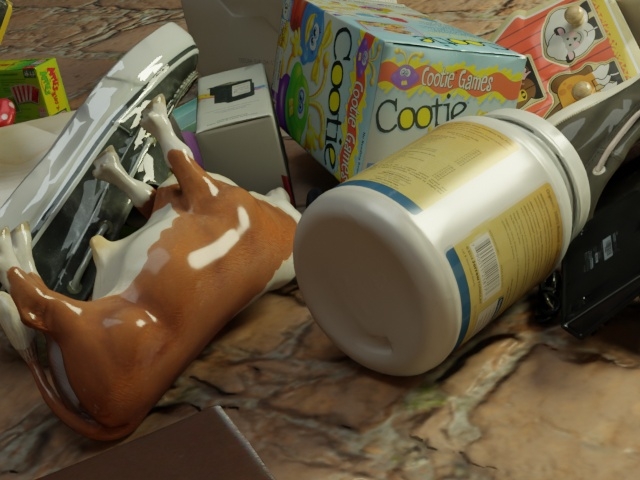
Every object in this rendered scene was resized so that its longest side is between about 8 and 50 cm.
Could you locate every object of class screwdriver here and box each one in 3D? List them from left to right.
[{"bbox_3d":[0.000,0.000,1.016,0.024,0.025,0.170,-10,34,3],"label":"screwdriver"}]

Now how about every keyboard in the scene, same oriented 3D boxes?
[{"bbox_3d":[0.204,0.022,0.830,0.108,0.023,0.180,-37,8,22],"label":"keyboard"}]

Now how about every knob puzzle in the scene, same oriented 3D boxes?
[{"bbox_3d":[0.215,-0.158,1.104,0.213,0.030,0.213,-14,62,28],"label":"knob puzzle"}]

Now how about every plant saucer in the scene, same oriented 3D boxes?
[{"bbox_3d":[-0.171,-0.145,1.386,0.067,0.018,0.192,10,33,38],"label":"plant saucer"}]

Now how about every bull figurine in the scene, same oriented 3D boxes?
[{"bbox_3d":[-0.118,0.010,0.868,0.101,0.188,0.310,-37,10,46],"label":"bull figurine"}]

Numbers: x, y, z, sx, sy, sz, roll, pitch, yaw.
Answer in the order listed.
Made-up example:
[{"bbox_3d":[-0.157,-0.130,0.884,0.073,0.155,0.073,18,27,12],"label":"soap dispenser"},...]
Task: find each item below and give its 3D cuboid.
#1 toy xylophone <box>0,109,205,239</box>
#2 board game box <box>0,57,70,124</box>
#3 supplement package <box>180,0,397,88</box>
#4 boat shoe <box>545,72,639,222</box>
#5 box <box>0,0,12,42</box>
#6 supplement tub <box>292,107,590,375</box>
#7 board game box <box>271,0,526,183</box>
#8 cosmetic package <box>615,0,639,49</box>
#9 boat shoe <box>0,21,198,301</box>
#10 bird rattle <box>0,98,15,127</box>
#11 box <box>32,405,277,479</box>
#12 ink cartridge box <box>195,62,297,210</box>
[{"bbox_3d":[-0.256,-0.030,1.079,0.322,0.081,0.236,-9,50,-8],"label":"toy xylophone"},{"bbox_3d":[-0.424,-0.192,1.505,0.181,0.092,0.043,3,28,28],"label":"board game box"},{"bbox_3d":[-0.045,-0.314,1.463,0.261,0.204,0.145,12,34,42],"label":"supplement package"},{"bbox_3d":[0.331,-0.123,0.961,0.335,0.112,0.095,-35,44,1],"label":"boat shoe"},{"bbox_3d":[-0.441,-0.091,1.068,0.257,0.079,0.322,4,73,42],"label":"box"},{"bbox_3d":[0.093,-0.006,0.828,0.144,0.144,0.199,14,35,43],"label":"supplement tub"},{"bbox_3d":[0.061,-0.146,1.096,0.144,0.142,0.275,2,20,-21],"label":"board game box"},{"bbox_3d":[0.424,-0.210,1.130,0.296,0.129,0.153,7,30,33],"label":"cosmetic package"},{"bbox_3d":[-0.180,-0.051,0.987,0.335,0.119,0.121,-61,7,-32],"label":"boat shoe"},{"bbox_3d":[-0.390,-0.075,1.270,0.206,0.143,0.253,14,21,23],"label":"bird rattle"},{"bbox_3d":[-0.168,0.229,0.397,0.381,0.191,0.143,-19,26,-16],"label":"box"},{"bbox_3d":[-0.070,-0.082,1.079,0.072,0.128,0.175,-14,24,0],"label":"ink cartridge box"}]
